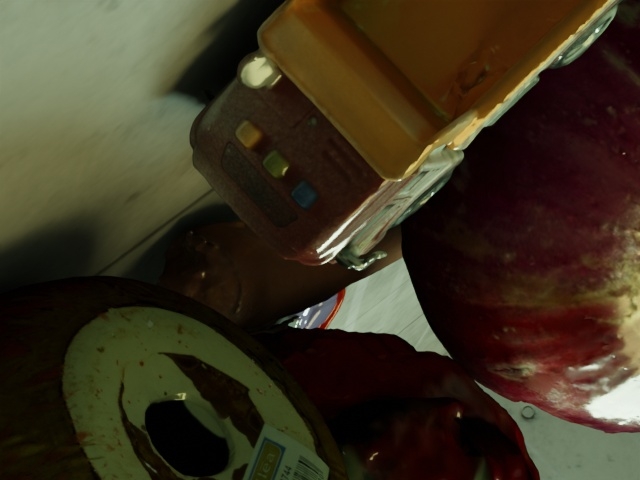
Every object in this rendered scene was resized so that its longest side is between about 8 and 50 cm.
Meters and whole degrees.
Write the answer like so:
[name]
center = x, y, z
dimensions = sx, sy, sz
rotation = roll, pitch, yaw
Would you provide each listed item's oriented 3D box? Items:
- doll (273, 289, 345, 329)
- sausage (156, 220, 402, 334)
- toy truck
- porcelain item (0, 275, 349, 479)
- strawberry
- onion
[doll]
center = -0.040, 0.081, 1.332
dimensions = 0.227, 0.075, 0.102
rotation = -53, 177, 11
[sausage]
center = 0.000, -0.001, 1.151
dimensions = 0.078, 0.078, 0.304
rotation = -48, 167, 32
[toy truck]
center = 0.066, -0.105, 0.844
dimensions = 0.270, 0.114, 0.135
rotation = -44, 173, 14
[porcelain item]
center = -0.110, 0.152, 0.903
dimensions = 0.253, 0.253, 0.253
rotation = -40, 170, -9
[strawberry]
center = -0.013, 0.185, 1.142
dimensions = 0.292, 0.292, 0.310
rotation = -41, -165, -2
[onion]
center = 0.155, -0.028, 1.128
dimensions = 0.272, 0.230, 0.256
rotation = -5, -119, 48
